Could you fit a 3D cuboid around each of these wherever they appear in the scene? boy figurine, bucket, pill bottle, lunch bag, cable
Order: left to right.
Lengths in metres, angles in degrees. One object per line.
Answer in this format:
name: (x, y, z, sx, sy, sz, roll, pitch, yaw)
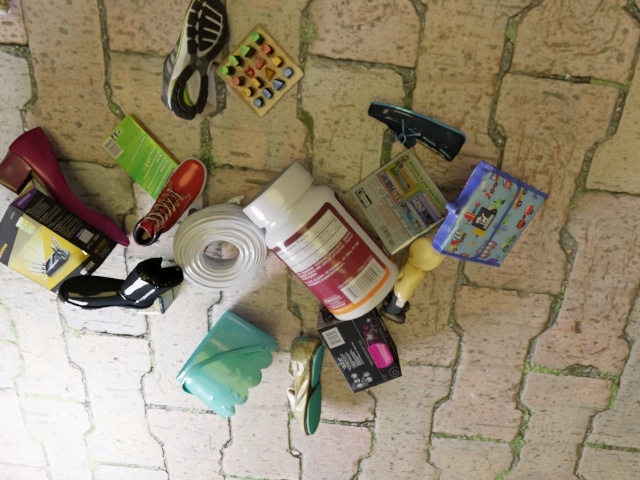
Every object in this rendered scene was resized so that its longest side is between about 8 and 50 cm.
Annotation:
cable: (-0.268, 0.024, 1.149, 0.257, 0.089, 0.257, -18, 127, -5)
bucket: (-0.272, 0.352, 1.220, 0.183, 0.281, 0.281, 37, 108, -7)
pill bottle: (0.000, 0.000, 1.089, 0.224, 0.224, 0.392, -39, 104, 15)
boy figurine: (0.250, 0.095, 1.133, 0.092, 0.177, 0.285, 27, 130, 8)
lunch bag: (0.382, -0.067, 1.009, 0.293, 0.138, 0.221, 7, 118, -45)

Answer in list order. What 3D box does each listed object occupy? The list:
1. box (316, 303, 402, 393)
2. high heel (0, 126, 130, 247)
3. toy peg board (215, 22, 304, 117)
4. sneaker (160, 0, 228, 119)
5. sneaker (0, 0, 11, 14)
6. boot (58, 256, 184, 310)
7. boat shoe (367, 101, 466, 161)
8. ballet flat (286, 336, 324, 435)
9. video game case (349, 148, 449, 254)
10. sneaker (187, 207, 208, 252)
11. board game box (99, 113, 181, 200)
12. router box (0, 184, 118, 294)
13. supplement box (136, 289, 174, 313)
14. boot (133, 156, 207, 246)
box: (0.113, 0.291, 1.235, 0.163, 0.142, 0.247, -25, 106, 13)
high heel: (-0.663, -0.137, 1.153, 0.377, 0.127, 0.181, 40, 65, -30)
toy peg board: (-0.154, -0.411, 1.022, 0.161, 0.079, 0.160, -40, 103, 16)
sneaker: (-0.318, -0.445, 1.001, 0.121, 0.111, 0.299, 24, 95, 38)
sneaker: (-0.752, -0.622, 0.970, 0.293, 0.108, 0.169, -15, 111, 19)
boot: (-0.502, 0.104, 1.067, 0.247, 0.094, 0.207, 15, 142, -41)
boat shoe: (0.235, -0.267, 1.039, 0.258, 0.109, 0.089, 20, 105, -2)
ballet flat: (-0.054, 0.456, 1.331, 0.123, 0.123, 0.348, 3, 111, 2)
video game case: (0.210, -0.100, 1.097, 0.193, 0.023, 0.212, -35, 76, 15)
sneaker: (-0.355, -0.022, 1.194, 0.061, 0.065, 0.157, -5, 125, -28)
board game box: (-0.457, -0.201, 1.139, 0.124, 0.039, 0.259, -38, 102, 16)
router box: (-0.728, 0.021, 1.129, 0.243, 0.081, 0.309, 40, 132, -23)
supplement box: (-0.496, 0.176, 1.256, 0.083, 0.083, 0.056, 0, 110, 3)
boot: (-0.383, -0.095, 1.067, 0.088, 0.176, 0.244, 35, 108, -10)
